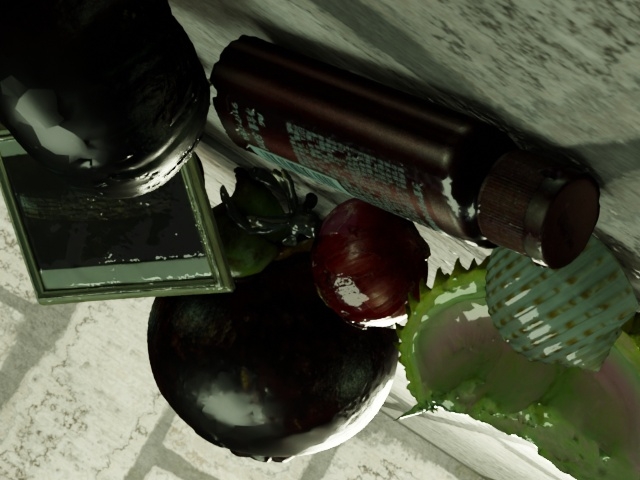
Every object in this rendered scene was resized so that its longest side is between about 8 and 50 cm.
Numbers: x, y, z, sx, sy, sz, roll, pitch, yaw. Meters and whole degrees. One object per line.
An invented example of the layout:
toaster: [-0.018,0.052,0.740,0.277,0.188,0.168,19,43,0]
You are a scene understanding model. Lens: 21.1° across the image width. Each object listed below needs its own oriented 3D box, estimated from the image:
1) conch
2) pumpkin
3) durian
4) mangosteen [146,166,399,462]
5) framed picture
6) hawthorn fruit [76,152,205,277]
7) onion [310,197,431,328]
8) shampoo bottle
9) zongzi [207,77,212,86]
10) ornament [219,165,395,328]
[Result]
conch: [0.190,0.044,1.398,0.153,0.102,0.135,41,153,-21]
pumpkin: [-0.187,-0.142,1.364,0.233,0.163,0.233,58,180,1]
durian: [0.202,0.118,1.542,0.352,0.169,0.158,19,162,43]
mangosteen: [-0.051,0.088,2.063,0.306,0.359,0.306,7,-168,-1]
framed picture: [-0.246,-0.036,1.933,0.293,0.018,0.231,-5,109,34]
hawthorn fruit: [-0.232,-0.047,2.028,0.179,0.200,0.179,22,167,5]
onion: [0.051,0.022,1.683,0.131,0.131,0.131,31,171,5]
shampoo bottle: [0.061,-0.067,1.305,0.323,0.084,0.129,23,157,39]
zongzi: [-0.200,-0.185,1.609,0.178,0.081,0.189,48,158,-29]
ornament: [0.000,0.000,1.907,0.236,0.080,0.202,28,168,8]
